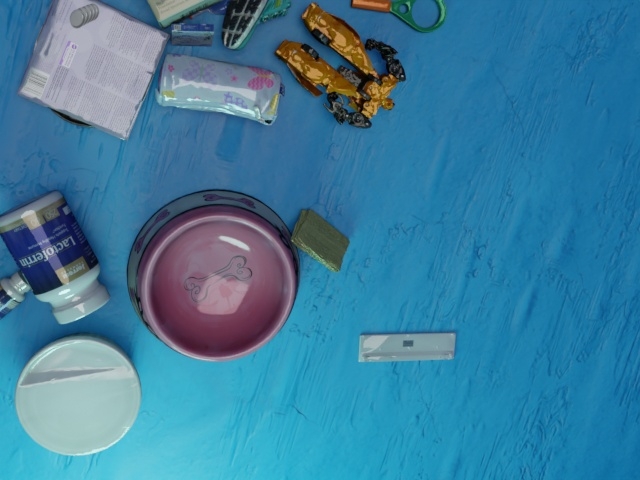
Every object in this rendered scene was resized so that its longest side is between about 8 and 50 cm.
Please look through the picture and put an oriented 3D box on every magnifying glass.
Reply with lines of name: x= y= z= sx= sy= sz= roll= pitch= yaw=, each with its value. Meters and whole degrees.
magnifying glass: x=0.184 y=-0.540 z=1.760 sx=0.231 sy=0.026 sz=0.092 roll=4 pitch=100 yaw=-15

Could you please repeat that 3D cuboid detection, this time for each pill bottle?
pill bottle: x=-0.572 y=0.038 z=1.635 sx=0.153 sy=0.153 sz=0.265 roll=-26 pitch=105 yaw=-6
pill bottle: x=-0.697 y=0.124 z=1.667 sx=0.120 sy=0.067 sz=0.067 roll=-41 pitch=106 yaw=-3

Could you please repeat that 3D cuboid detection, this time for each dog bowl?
dog bowl: x=-0.234 y=0.093 z=1.720 sx=0.408 sy=0.150 sz=0.408 roll=-2 pitch=100 yaw=-12

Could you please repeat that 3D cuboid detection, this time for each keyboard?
keyboard: x=0.222 y=0.271 z=1.924 sx=0.256 sy=0.014 sz=0.072 roll=0 pitch=95 yaw=-13

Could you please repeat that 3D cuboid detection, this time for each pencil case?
pencil case: x=-0.221 y=-0.329 z=1.662 sx=0.273 sy=0.113 sz=0.124 roll=9 pitch=77 yaw=-13

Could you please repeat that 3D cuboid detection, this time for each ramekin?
ramekin: x=-0.539 y=0.332 z=1.709 sx=0.273 sy=0.127 sz=0.273 roll=-2 pitch=101 yaw=-11

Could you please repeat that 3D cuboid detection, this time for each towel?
towel: x=0.000 y=0.000 z=1.789 sx=0.148 sy=0.027 sz=0.110 roll=35 pitch=53 yaw=-18

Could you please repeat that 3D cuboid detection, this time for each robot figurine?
robot figurine: x=0.052 y=-0.393 z=1.725 sx=0.291 sy=0.085 sz=0.211 roll=37 pitch=91 yaw=-15

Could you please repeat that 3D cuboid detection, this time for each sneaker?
sneaker: x=-0.112 y=-0.522 z=1.651 sx=0.275 sy=0.107 sz=0.110 roll=-55 pitch=136 yaw=-4

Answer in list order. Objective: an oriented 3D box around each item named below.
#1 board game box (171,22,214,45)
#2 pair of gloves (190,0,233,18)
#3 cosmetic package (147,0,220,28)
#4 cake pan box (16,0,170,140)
board game box: x=-0.278 y=-0.446 z=1.640 sx=0.090 sy=0.090 sz=0.020 roll=-2 pitch=84 yaw=-12
pair of gloves: x=-0.244 y=-0.588 z=1.657 sx=0.159 sy=0.023 sz=0.198 roll=-21 pitch=105 yaw=-8
cosmetic package: x=-0.334 y=-0.619 z=1.568 sx=0.160 sy=0.113 sz=0.309 roll=-28 pitch=100 yaw=-2
cake pan box: x=-0.484 y=-0.373 z=1.622 sx=0.245 sy=0.070 sz=0.267 roll=21 pitch=95 yaw=-13
